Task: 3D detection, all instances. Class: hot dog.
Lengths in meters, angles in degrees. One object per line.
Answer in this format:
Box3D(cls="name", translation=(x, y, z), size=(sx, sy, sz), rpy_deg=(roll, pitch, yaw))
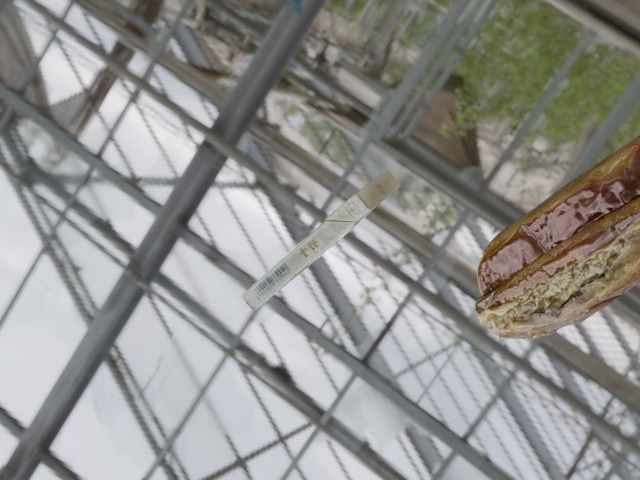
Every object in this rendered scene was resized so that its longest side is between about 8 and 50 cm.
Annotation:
Box3D(cls="hot dog", translation=(0.216, 0.000, 0.811), size=(0.072, 0.269, 0.115), rpy_deg=(34, -129, -15))

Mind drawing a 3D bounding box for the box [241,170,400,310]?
Box3D(cls="box", translation=(0.000, 0.000, 1.007), size=(0.024, 0.167, 0.090), rpy_deg=(49, -152, 1))
